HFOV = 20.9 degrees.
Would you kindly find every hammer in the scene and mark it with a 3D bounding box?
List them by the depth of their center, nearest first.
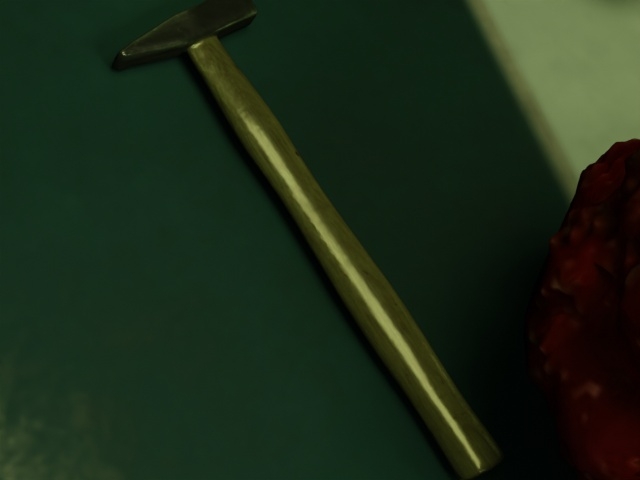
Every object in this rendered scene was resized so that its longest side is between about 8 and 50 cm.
[{"bbox_3d":[0.000,0.000,0.614,0.062,0.013,0.199,-27,78,-34],"label":"hammer"}]

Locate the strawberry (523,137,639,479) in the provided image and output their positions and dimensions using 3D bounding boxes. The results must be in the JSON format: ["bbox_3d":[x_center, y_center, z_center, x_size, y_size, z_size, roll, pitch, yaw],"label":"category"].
[{"bbox_3d":[0.189,0.025,0.580,0.220,0.274,0.274,22,47,32],"label":"strawberry"}]
